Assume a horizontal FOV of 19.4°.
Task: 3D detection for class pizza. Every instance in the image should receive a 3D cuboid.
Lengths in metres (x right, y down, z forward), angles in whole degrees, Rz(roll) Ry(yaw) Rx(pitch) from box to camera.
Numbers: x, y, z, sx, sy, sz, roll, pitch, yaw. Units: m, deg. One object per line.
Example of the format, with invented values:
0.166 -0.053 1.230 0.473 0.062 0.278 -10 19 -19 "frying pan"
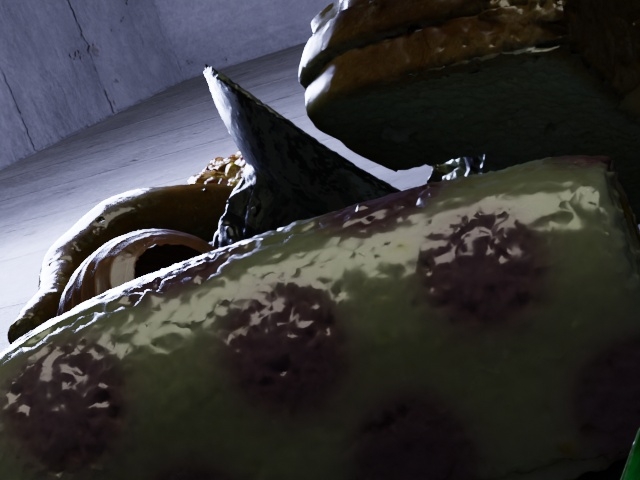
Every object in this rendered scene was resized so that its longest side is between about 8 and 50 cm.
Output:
-0.084 -0.067 2.034 0.127 0.058 0.246 -18 9 22 "pizza"

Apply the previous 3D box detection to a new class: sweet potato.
-0.199 0.009 1.821 0.108 0.079 0.346 6 29 42 "sweet potato"

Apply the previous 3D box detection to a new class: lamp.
-0.105 0.061 1.208 0.136 0.136 0.136 -20 10 4 "lamp"

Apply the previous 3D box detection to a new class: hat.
0.000 0.000 1.269 0.128 0.265 0.265 -57 14 -2 "hat"

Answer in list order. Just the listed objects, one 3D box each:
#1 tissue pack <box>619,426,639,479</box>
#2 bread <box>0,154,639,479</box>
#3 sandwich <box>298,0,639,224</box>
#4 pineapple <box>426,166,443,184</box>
0.210 0.079 0.522 0.209 0.156 0.148 -4 56 55 "tissue pack"
0.001 0.066 0.908 0.338 0.155 0.187 -20 6 9 "bread"
0.141 -0.091 1.210 0.249 0.095 0.273 -11 -28 44 "sandwich"
0.193 -0.103 1.568 0.237 0.111 0.119 -26 -20 4 "pineapple"
